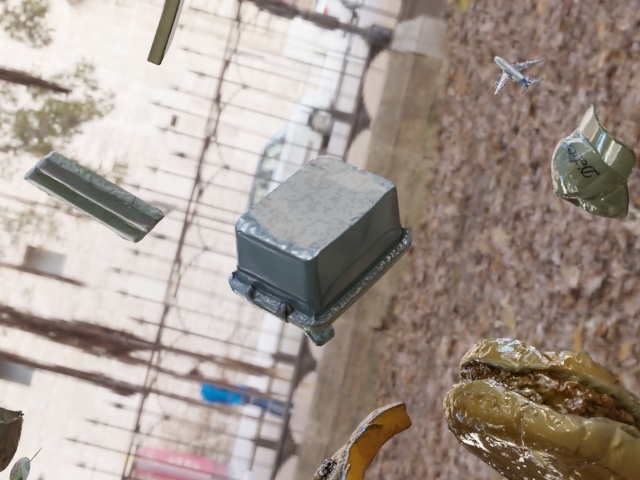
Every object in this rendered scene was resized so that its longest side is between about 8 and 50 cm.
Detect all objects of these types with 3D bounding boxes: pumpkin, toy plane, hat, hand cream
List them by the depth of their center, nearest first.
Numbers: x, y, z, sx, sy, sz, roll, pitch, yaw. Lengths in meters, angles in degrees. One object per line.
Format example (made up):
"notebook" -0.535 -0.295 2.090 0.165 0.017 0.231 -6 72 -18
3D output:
"hat" 0.352 -0.091 1.291 0.081 0.122 0.166 -32 -21 -14
"toy plane" 0.249 -0.216 1.298 0.024 0.078 0.084 57 176 -37
"pumpkin" 0.034 0.419 1.732 0.258 0.095 0.290 -47 -7 -45
"hat" -0.604 0.411 1.767 0.214 0.149 0.245 123 148 -52
"hand cream" -0.037 0.145 2.134 0.046 0.175 0.095 -43 -7 39

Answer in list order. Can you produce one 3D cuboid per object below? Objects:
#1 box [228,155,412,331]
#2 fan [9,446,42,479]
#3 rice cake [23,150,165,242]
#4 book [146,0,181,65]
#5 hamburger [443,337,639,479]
"box" 0.000 0.000 1.296 0.227 0.162 0.130 -40 -39 -36
"fan" -0.450 0.352 1.528 0.080 0.003 0.060 -31 42 31
"rice cake" -0.375 -0.072 1.673 0.085 0.226 0.040 -41 26 42
"book" -0.206 -0.415 1.535 0.202 0.027 0.264 -92 22 -66
"hamburger" 0.287 0.239 1.201 0.259 0.283 0.145 -9 51 59
